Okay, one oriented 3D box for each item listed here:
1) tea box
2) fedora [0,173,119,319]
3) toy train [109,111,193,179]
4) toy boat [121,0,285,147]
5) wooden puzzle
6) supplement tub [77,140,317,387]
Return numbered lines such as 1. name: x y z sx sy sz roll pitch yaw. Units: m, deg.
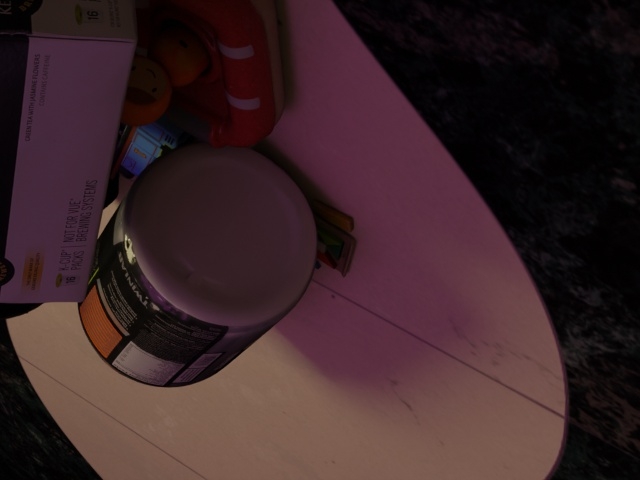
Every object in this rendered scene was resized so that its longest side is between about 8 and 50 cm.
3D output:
1. tea box: -0.335 -0.125 1.152 0.329 0.323 0.220 112 152 -49
2. fedora: -0.323 -0.077 1.506 0.152 0.334 0.334 -15 120 29
3. toy train: -0.179 -0.115 1.444 0.105 0.080 0.184 38 152 -1
4. toy boat: -0.127 -0.157 1.239 0.151 0.151 0.231 29 149 25
5. wooden puzzle: 0.000 0.000 1.432 0.078 0.014 0.116 33 150 20
6. supplement tub: -0.138 0.038 1.469 0.193 0.193 0.316 45 154 -2
